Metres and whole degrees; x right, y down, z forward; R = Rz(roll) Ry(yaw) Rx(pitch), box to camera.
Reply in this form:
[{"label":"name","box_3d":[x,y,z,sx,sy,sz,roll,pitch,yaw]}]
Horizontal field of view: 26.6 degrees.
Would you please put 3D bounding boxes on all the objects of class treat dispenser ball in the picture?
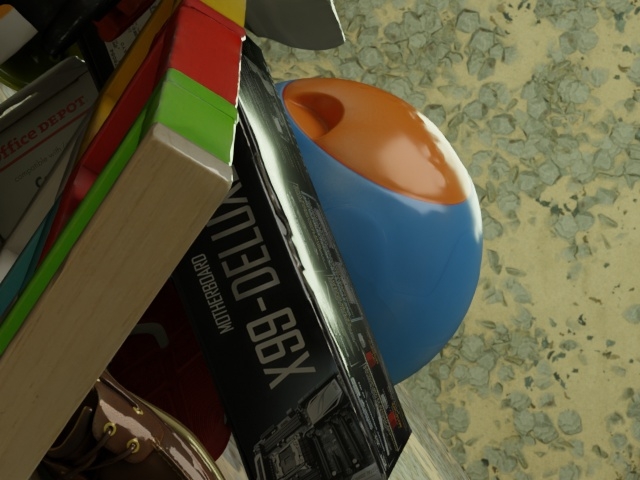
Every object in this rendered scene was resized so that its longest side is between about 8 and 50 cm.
[{"label":"treat dispenser ball","box_3d":[0.000,0.000,1.202,0.288,0.288,0.288,54,4,-5]}]

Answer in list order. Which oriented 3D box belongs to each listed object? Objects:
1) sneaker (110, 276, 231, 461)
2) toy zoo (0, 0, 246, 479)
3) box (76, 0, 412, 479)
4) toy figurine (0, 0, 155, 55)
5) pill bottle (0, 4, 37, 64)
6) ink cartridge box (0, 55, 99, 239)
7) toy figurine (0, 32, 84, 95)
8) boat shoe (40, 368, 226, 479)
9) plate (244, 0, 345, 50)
[{"label":"sneaker","box_3d":[-0.079,0.096,0.902,0.128,0.087,0.221,50,6,-36]},{"label":"toy zoo","box_3d":[-0.094,-0.014,0.552,0.030,0.192,0.293,31,21,-15]},{"label":"box","box_3d":[-0.036,0.007,0.862,0.242,0.076,0.308,9,59,-83]},{"label":"toy figurine","box_3d":[-0.168,-0.092,0.500,0.148,0.209,0.213,44,8,-9]},{"label":"pill bottle","box_3d":[-0.264,-0.212,0.701,0.278,0.162,0.162,54,3,-32]},{"label":"ink cartridge box","box_3d":[-0.164,-0.051,0.913,0.067,0.115,0.198,56,5,9]},{"label":"toy figurine","box_3d":[-0.292,-0.302,1.053,0.362,0.191,0.217,48,-2,-25]},{"label":"boat shoe","box_3d":[-0.111,0.099,0.662,0.178,0.064,0.060,47,11,3]},{"label":"plate","box_3d":[-0.108,-0.212,0.822,0.278,0.045,0.277,39,2,3]}]
